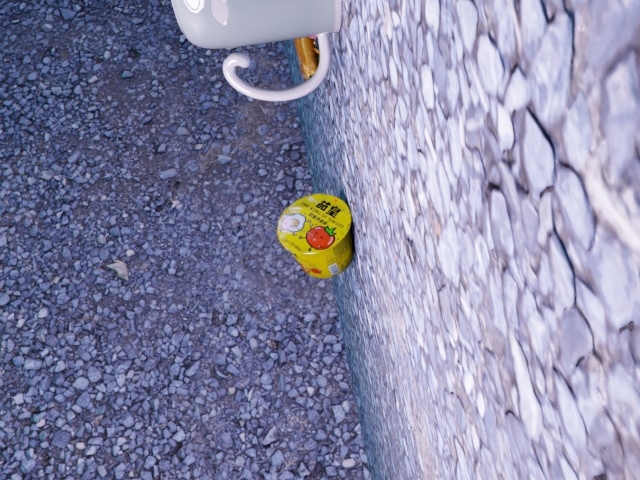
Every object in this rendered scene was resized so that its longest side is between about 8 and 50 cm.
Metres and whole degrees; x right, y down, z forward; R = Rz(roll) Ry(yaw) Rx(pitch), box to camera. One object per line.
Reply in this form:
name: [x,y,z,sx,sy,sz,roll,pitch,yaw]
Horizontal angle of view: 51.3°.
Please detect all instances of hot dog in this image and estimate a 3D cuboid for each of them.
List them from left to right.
hot dog: [-0.032,-0.475,1.613,0.072,0.055,0.188,108,152,-78]

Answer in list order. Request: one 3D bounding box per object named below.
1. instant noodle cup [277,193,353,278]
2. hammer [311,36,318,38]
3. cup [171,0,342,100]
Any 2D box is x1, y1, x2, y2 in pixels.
instant noodle cup: [0.000,0.000,1.623,0.144,0.182,0.182,69,-173,-50]
hammer: [-0.018,-0.476,1.491,0.083,0.043,0.043,-101,2,-66]
cup: [-0.112,-0.418,1.153,0.259,0.274,0.356,-108,9,-76]
